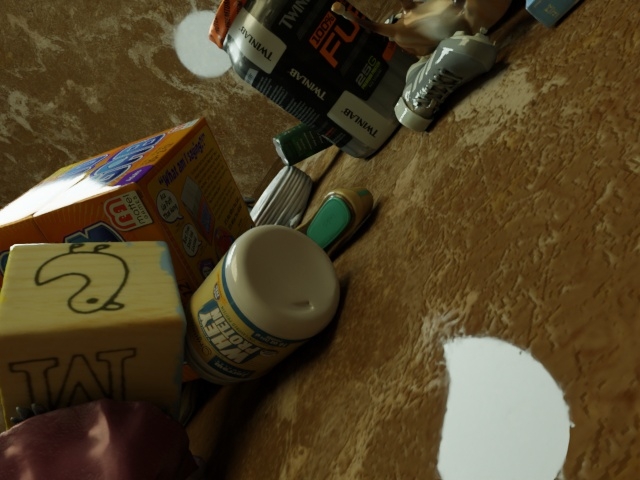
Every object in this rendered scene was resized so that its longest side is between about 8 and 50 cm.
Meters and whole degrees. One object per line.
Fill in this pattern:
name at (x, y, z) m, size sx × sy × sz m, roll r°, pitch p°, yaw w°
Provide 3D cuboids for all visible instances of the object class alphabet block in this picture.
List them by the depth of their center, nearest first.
alphabet block at (-0.292, 0.127, 0.660) m, size 0.192 × 0.197 × 0.193 m, roll -126°, pitch 41°, yaw -51°

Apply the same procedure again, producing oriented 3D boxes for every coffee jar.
coffee jar at (-0.014, -0.245, 1.179) m, size 0.184 × 0.079 × 0.096 m, roll -28°, pitch 15°, yaw -5°

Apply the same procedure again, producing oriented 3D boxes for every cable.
cable at (-0.117, -0.065, 1.241) m, size 0.257 × 0.089 × 0.257 m, roll -43°, pitch 19°, yaw 47°

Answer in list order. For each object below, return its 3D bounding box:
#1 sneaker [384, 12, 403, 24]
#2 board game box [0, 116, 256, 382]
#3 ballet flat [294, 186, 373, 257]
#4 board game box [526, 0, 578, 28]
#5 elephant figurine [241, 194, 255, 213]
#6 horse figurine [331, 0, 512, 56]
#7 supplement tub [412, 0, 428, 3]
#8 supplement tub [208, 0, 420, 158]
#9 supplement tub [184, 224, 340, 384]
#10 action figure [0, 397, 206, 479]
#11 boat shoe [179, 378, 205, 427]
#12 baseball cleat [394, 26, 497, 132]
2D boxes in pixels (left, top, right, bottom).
sneaker at (0.148, -0.401, 1.061) m, size 0.153 × 0.094 × 0.235 m, roll -57°, pitch 0°, yaw 41°
board game box at (-0.344, 0.031, 0.957) m, size 0.356 × 0.356 × 0.356 m, roll -16°, pitch 26°, yaw 13°
ballet flat at (0.000, 0.000, 0.746) m, size 0.073 × 0.080 × 0.232 m, roll -30°, pitch -7°, yaw -45°
board game box at (0.292, -0.326, 0.483) m, size 0.211 × 0.039 × 0.160 m, roll -42°, pitch 19°, yaw 46°
elephant figurine at (-0.260, -0.081, 1.468) m, size 0.186 × 0.239 × 0.169 m, roll -38°, pitch 22°, yaw 54°
horse figurine at (0.142, -0.286, 0.599) m, size 0.263 × 0.174 × 0.066 m, roll -6°, pitch 71°, yaw 54°
supplement tub at (0.133, -0.451, 0.675) m, size 0.228 × 0.316 × 0.228 m, roll -56°, pitch 0°, yaw 0°
supplement tub at (-0.005, -0.313, 0.871) m, size 0.207 × 0.338 × 0.207 m, roll -53°, pitch 14°, yaw 19°
supplement tub at (-0.083, 0.088, 0.632) m, size 0.200 × 0.144 × 0.144 m, roll -46°, pitch 17°, yaw 42°
action figure at (-0.227, 0.338, 0.475) m, size 0.370 × 0.248 × 0.276 m, roll -117°, pitch 13°, yaw -46°
boat shoe at (-0.368, 0.373, 1.024) m, size 0.355 × 0.130 × 0.132 m, roll -53°, pitch 13°, yaw 17°
baseball cleat at (0.154, -0.193, 0.645) m, size 0.206 × 0.072 × 0.109 m, roll -131°, pitch 61°, yaw -81°
